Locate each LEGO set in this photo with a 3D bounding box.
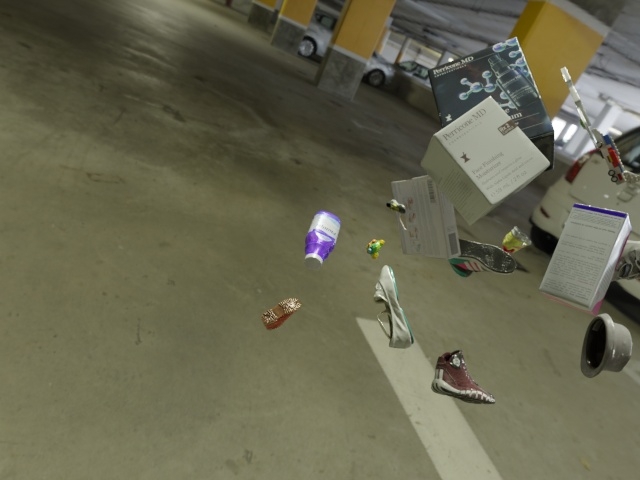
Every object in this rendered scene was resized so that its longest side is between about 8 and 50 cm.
[{"bbox_3d":[0.572,-0.224,0.946,0.244,0.060,0.182,39,41,-35],"label":"LEGO set"}]

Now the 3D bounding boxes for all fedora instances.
[{"bbox_3d":[1.200,0.450,1.934,0.124,0.275,0.244,13,-9,9],"label":"fedora"}]

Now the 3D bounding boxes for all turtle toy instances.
[{"bbox_3d":[0.258,0.039,2.254,0.066,0.095,0.130,26,-9,2],"label":"turtle toy"}]

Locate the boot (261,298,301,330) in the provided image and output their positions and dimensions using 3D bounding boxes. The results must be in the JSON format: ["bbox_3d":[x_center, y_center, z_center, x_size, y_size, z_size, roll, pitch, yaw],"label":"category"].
[{"bbox_3d":[-0.140,0.272,1.700,0.158,0.085,0.059,-26,52,-18],"label":"boot"}]

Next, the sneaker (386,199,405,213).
[{"bbox_3d":[0.253,-0.109,1.561,0.035,0.031,0.083,-18,33,-23],"label":"sneaker"}]

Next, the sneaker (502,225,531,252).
[{"bbox_3d":[0.716,0.005,1.722,0.081,0.094,0.208,49,18,26],"label":"sneaker"}]

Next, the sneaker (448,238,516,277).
[{"bbox_3d":[0.668,0.099,1.968,0.295,0.124,0.178,21,-19,26],"label":"sneaker"}]

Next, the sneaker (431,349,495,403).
[{"bbox_3d":[0.510,0.472,1.624,0.281,0.106,0.163,25,62,-28],"label":"sneaker"}]

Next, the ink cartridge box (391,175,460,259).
[{"bbox_3d":[0.383,-0.088,1.712,0.066,0.296,0.261,-15,9,-25],"label":"ink cartridge box"}]

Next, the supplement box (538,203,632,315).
[{"bbox_3d":[0.600,0.045,1.051,0.114,0.220,0.111,20,-5,41],"label":"supplement box"}]

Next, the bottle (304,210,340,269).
[{"bbox_3d":[0.000,0.000,1.806,0.118,0.092,0.283,25,39,-4],"label":"bottle"}]

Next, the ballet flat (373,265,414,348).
[{"bbox_3d":[0.314,0.307,2.145,0.139,0.139,0.400,5,60,-39],"label":"ballet flat"}]

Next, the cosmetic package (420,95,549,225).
[{"bbox_3d":[0.332,-0.160,0.969,0.184,0.151,0.151,54,-7,11],"label":"cosmetic package"}]

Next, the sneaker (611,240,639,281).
[{"bbox_3d":[0.878,0.060,1.269,0.281,0.105,0.115,-16,34,-13],"label":"sneaker"}]

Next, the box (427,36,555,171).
[{"bbox_3d":[0.542,-0.395,1.498,0.212,0.293,0.396,45,34,-56],"label":"box"}]
